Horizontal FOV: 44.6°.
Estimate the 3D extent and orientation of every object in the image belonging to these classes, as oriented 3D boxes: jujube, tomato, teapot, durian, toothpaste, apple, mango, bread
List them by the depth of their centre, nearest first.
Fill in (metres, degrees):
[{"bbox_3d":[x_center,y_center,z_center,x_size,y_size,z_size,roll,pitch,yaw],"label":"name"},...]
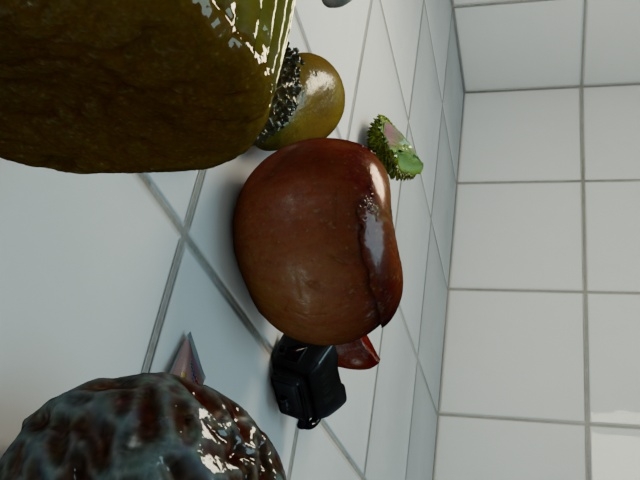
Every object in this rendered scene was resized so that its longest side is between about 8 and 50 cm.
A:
[{"bbox_3d":[-0.146,-0.136,0.442,0.227,0.254,0.142,60,31,-65],"label":"bread"},{"bbox_3d":[-0.140,0.255,0.529,0.226,0.226,0.316,67,26,-53],"label":"jujube"},{"bbox_3d":[-0.153,0.178,0.794,0.194,0.043,0.067,-73,154,-57],"label":"toothpaste"},{"bbox_3d":[-0.075,-0.158,0.893,0.188,0.091,0.148,-56,-162,-7],"label":"durian"},{"bbox_3d":[0.000,0.000,1.021,0.271,0.207,0.251,74,12,-50],"label":"apple"},{"bbox_3d":[-0.033,-0.192,1.097,0.227,0.099,0.136,-43,138,-56],"label":"mango"},{"bbox_3d":[-0.029,0.211,1.136,0.096,0.087,0.177,-45,135,-41],"label":"teapot"},{"bbox_3d":[0.025,0.153,1.303,0.159,0.091,0.139,64,5,6],"label":"tomato"},{"bbox_3d":[0.143,-0.192,1.686,0.137,0.095,0.221,57,12,16],"label":"durian"}]

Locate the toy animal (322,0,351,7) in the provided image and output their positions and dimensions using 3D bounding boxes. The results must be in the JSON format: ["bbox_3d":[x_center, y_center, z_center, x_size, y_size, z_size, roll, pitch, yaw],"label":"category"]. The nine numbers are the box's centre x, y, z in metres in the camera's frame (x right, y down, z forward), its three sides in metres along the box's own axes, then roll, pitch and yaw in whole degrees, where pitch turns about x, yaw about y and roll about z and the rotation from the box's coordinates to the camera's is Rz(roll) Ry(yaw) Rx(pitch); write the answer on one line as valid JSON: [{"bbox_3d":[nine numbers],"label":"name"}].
[{"bbox_3d":[-0.054,-0.448,0.858,0.367,0.196,0.241,72,17,-50],"label":"toy animal"}]
